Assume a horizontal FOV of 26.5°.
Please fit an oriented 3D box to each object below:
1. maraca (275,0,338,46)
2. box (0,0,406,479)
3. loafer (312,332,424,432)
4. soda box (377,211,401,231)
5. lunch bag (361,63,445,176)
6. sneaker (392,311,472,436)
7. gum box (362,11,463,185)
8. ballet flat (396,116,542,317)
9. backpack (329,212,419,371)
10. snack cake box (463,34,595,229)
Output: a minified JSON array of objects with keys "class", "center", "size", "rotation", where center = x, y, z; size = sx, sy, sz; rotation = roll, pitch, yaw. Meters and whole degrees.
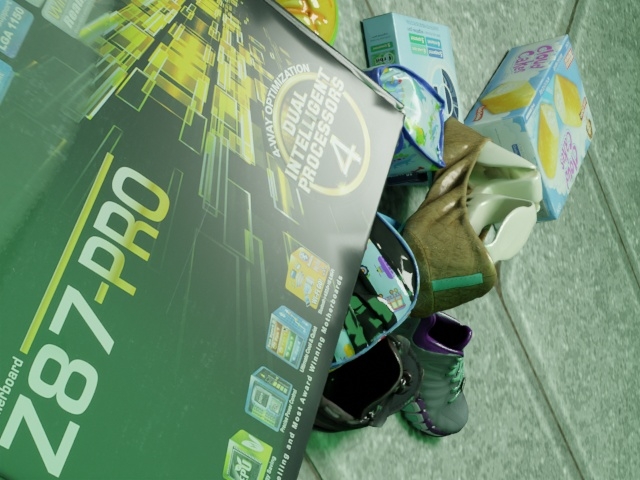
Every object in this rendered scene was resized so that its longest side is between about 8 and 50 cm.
[{"class":"maraca","center":[-0.040,-0.217,1.193],"size":[0.127,0.099,0.185],"rotation":[24,55,-11]},{"class":"box","center":[-0.125,-0.006,0.843],"size":[0.318,0.097,0.395],"rotation":[35,56,-26]},{"class":"loafer","center":[0.025,0.122,1.205],"size":[0.302,0.095,0.109],"rotation":[19,82,-57]},{"class":"soda box","center":[0.000,0.000,1.238],"size":[0.210,0.071,0.067],"rotation":[22,62,-58]},{"class":"lunch bag","center":[0.032,-0.113,1.275],"size":[0.151,0.129,0.096],"rotation":[35,51,-54]},{"class":"sneaker","center":[0.124,0.131,1.397],"size":[0.223,0.098,0.083],"rotation":[52,39,-41]},{"class":"gum box","center":[0.111,-0.155,1.526],"size":[0.157,0.041,0.184],"rotation":[-6,86,-62]},{"class":"ballet flat","center":[0.154,-0.033,1.348],"size":[0.342,0.124,0.116],"rotation":[-60,142,-62]},{"class":"backpack","center":[-0.017,0.027,1.043],"size":[0.158,0.173,0.117],"rotation":[-37,162,-26]},{"class":"snack cake box","center":[0.279,-0.146,1.786],"size":[0.152,0.089,0.264],"rotation":[67,31,-22]}]
